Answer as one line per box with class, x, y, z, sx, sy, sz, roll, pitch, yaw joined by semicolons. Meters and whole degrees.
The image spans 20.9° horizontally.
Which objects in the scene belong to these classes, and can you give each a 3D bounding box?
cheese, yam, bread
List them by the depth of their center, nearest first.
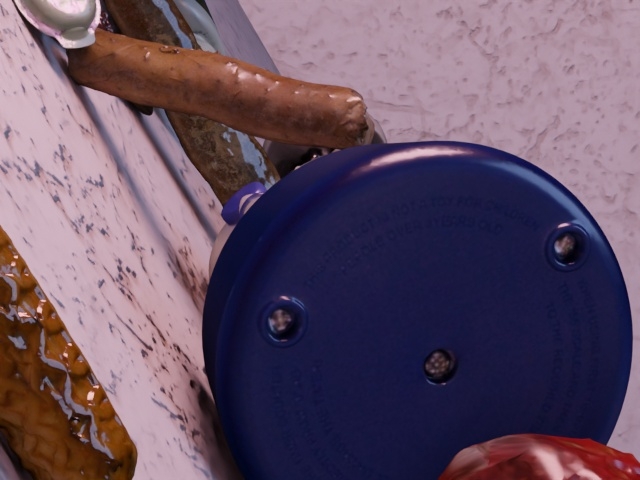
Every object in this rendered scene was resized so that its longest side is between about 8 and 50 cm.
bread;-0.126;0.042;0.705;0.157;0.044;0.052;59;11;-11
cheese;-0.196;-0.188;1.241;0.067;0.026;0.120;-16;71;-38
yam;-0.072;-0.109;1.241;0.241;0.056;0.057;16;-12;20
yam;-0.119;-0.146;1.446;0.274;0.061;0.061;61;5;-15

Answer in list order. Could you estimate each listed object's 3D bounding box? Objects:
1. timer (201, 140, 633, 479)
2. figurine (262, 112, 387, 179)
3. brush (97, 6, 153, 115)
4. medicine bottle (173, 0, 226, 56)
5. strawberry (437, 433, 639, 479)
timer;0.018;0.041;1.219;0.270;0.270;0.383;59;-9;-19
figurine;0.000;0.000;1.516;0.133;0.176;0.236;42;25;-33
brush;-0.171;-0.152;1.375;0.248;0.036;0.043;47;24;-72
medicine bottle;-0.145;-0.206;1.641;0.121;0.083;0.229;59;6;-41
strawberry;0.182;0.287;0.986;0.310;0.292;0.292;58;6;-31
